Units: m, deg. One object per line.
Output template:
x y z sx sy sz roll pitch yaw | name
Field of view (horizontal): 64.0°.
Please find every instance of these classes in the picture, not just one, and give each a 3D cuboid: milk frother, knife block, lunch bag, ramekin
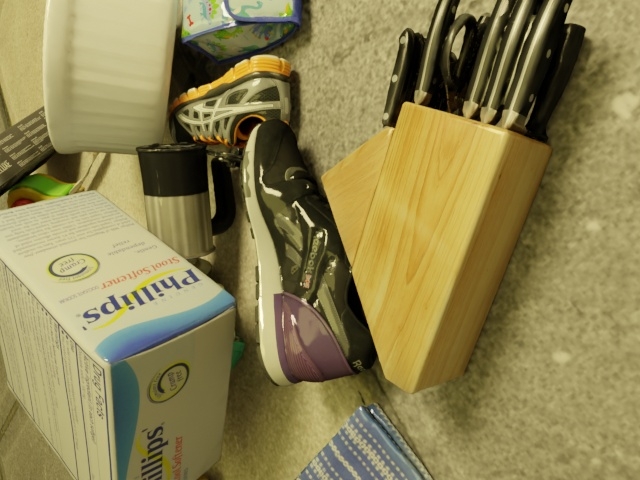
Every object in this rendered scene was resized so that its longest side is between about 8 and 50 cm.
-0.142 -0.048 0.616 0.143 0.129 0.135 22 119 55 | milk frother
0.124 -0.045 0.402 0.242 0.088 0.276 -31 68 40 | knife block
-0.090 -0.299 0.613 0.151 0.096 0.129 -4 85 26 | lunch bag
-0.269 -0.246 0.686 0.277 0.135 0.278 -174 90 -72 | ramekin

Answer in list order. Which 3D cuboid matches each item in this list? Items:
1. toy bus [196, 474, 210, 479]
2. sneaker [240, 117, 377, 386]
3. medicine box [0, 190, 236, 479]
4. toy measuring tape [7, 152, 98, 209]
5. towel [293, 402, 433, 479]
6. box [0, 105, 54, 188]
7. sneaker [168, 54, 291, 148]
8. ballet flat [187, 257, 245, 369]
-0.249 0.419 0.739 0.211 0.149 0.221 10 95 59 | toy bus
0.000 0.000 0.536 0.124 0.107 0.284 -13 76 19 | sneaker
-0.252 0.126 0.600 0.289 0.149 0.264 31 127 29 | medicine box
-0.536 -0.111 1.012 0.330 0.121 0.122 -42 62 35 | toy measuring tape
0.025 0.361 0.531 0.243 0.040 0.336 52 123 30 | towel
-0.640 -0.136 1.010 0.242 0.308 0.077 -18 120 43 | box
-0.119 -0.151 0.643 0.214 0.084 0.083 -16 85 42 | sneaker
-0.172 0.076 0.705 0.087 0.083 0.247 -43 59 7 | ballet flat
